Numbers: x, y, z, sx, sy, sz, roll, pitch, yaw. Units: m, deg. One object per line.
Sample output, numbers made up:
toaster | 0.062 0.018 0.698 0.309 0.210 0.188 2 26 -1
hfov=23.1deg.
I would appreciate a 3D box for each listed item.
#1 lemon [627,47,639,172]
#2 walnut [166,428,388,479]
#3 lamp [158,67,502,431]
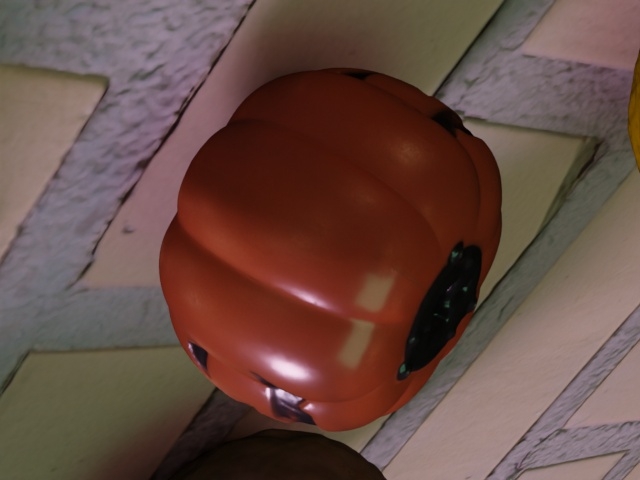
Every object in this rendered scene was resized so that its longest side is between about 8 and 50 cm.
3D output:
lemon | 0.312 -0.075 0.950 0.267 0.267 0.267 -26 149 -18
walnut | -0.032 0.254 1.065 0.248 0.248 0.248 -26 149 -18
lamp | 0.000 0.000 0.818 0.188 0.163 0.188 -50 156 -32
